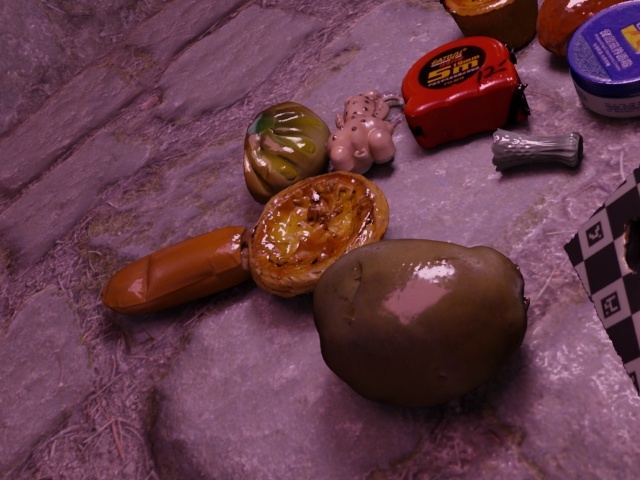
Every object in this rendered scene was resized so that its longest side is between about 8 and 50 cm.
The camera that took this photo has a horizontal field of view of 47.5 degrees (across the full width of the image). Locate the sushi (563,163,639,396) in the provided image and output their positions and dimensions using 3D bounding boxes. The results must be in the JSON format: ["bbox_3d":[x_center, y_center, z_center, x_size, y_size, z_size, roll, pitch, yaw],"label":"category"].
[{"bbox_3d":[0.507,0.020,0.978,0.339,0.069,0.320,-98,31,-48],"label":"sushi"}]

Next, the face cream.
[{"bbox_3d":[0.560,-0.324,1.315,0.206,0.111,0.205,-16,53,22],"label":"face cream"}]

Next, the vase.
[{"bbox_3d":[0.391,-0.164,1.307,0.149,0.081,0.081,3,51,30],"label":"vase"}]

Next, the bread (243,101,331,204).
[{"bbox_3d":[-0.061,-0.206,1.582,0.156,0.158,0.260,-8,48,23],"label":"bread"}]

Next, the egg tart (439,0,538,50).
[{"bbox_3d":[0.381,-0.510,1.586,0.215,0.171,0.215,-18,41,16],"label":"egg tart"}]

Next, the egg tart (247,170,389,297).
[{"bbox_3d":[0.000,0.000,1.364,0.290,0.115,0.290,-18,44,18],"label":"egg tart"}]

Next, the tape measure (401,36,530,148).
[{"bbox_3d":[0.293,-0.310,1.487,0.253,0.114,0.260,-15,39,20],"label":"tape measure"}]

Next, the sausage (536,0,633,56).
[{"bbox_3d":[0.557,-0.455,1.428,0.268,0.153,0.141,-20,47,17],"label":"sausage"}]

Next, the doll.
[{"bbox_3d":[0.094,-0.241,1.558,0.154,0.119,0.278,-11,35,23],"label":"doll"}]

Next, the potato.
[{"bbox_3d":[0.136,0.119,1.071,0.326,0.221,0.243,1,48,28],"label":"potato"}]

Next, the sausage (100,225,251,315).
[{"bbox_3d":[-0.291,0.070,1.484,0.354,0.116,0.134,-18,56,21],"label":"sausage"}]
